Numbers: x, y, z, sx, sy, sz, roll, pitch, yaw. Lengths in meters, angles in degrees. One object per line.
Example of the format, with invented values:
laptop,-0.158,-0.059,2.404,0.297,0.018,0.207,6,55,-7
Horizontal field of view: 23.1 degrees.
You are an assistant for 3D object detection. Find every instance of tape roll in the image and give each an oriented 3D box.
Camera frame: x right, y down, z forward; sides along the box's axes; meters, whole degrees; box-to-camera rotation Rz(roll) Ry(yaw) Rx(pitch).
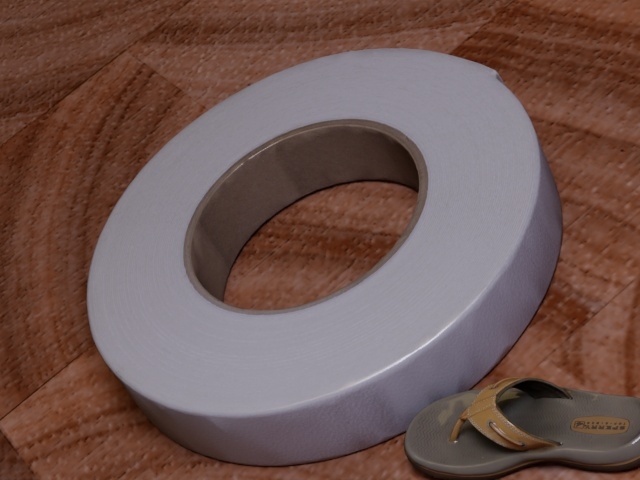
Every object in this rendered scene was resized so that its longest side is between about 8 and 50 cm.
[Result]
tape roll,0.000,0.000,1.249,0.392,0.072,0.392,-16,43,16

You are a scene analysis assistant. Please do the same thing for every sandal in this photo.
sandal,0.140,0.122,1.063,0.180,0.049,0.072,-4,47,26
